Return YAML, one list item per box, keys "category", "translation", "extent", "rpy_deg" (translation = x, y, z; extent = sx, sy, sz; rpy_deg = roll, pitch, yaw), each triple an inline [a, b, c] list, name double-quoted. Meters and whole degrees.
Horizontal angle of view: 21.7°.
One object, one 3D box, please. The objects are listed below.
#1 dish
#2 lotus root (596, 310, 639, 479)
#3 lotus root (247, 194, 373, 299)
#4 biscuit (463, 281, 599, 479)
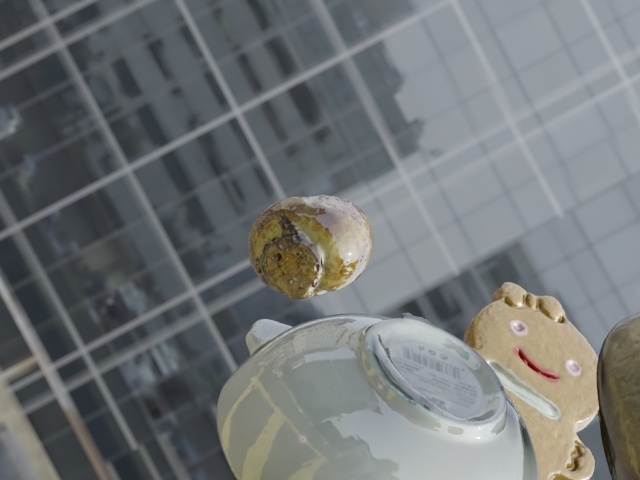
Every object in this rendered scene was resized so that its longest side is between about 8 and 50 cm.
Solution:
- category: "dish"
  translation: [0.055, 0.101, 0.978]
  extent: [0.236, 0.086, 0.228]
  rpy_deg: [36, 29, 11]
- category: "lotus root"
  translation: [0.252, 0.133, 1.133]
  extent: [0.241, 0.123, 0.124]
  rpy_deg: [-98, 163, -60]
- category: "lotus root"
  translation: [0.000, 0.000, 1.533]
  extent: [0.190, 0.108, 0.094]
  rpy_deg: [-29, 130, -72]
- category: "biscuit"
  translation: [0.179, 0.141, 1.504]
  extent: [0.184, 0.249, 0.035]
  rpy_deg: [38, -43, 1]
